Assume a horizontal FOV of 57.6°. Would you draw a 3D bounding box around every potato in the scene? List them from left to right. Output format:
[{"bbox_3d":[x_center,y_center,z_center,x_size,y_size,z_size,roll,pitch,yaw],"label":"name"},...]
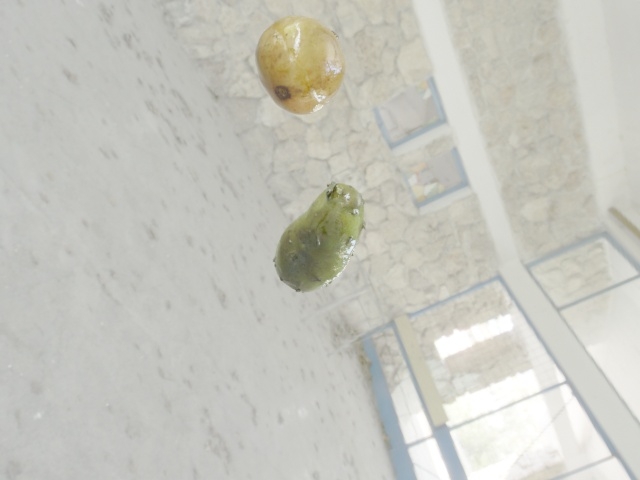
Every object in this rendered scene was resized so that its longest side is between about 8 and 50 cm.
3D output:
[{"bbox_3d":[0.000,0.000,0.947,0.117,0.225,0.090,36,37,2],"label":"potato"}]

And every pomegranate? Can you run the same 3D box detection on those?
[{"bbox_3d":[-0.032,-0.349,1.134,0.196,0.196,0.196,-25,90,-84],"label":"pomegranate"}]
